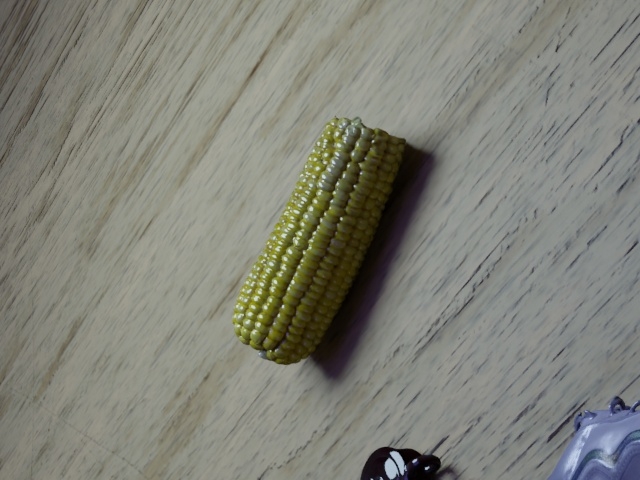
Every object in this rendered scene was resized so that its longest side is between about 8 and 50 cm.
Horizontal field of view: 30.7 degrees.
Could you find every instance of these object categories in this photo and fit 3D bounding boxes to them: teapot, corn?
[{"bbox_3d":[0.060,0.204,0.976,0.100,0.045,0.068,-45,46,36],"label":"teapot"},{"bbox_3d":[0.000,0.000,1.100,0.093,0.093,0.244,39,104,53],"label":"corn"}]

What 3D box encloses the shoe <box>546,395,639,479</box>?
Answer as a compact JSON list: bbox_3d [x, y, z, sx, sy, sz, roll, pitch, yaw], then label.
[{"bbox_3d":[0.220,0.141,0.743,0.245,0.095,0.137,-63,39,26],"label":"shoe"}]
